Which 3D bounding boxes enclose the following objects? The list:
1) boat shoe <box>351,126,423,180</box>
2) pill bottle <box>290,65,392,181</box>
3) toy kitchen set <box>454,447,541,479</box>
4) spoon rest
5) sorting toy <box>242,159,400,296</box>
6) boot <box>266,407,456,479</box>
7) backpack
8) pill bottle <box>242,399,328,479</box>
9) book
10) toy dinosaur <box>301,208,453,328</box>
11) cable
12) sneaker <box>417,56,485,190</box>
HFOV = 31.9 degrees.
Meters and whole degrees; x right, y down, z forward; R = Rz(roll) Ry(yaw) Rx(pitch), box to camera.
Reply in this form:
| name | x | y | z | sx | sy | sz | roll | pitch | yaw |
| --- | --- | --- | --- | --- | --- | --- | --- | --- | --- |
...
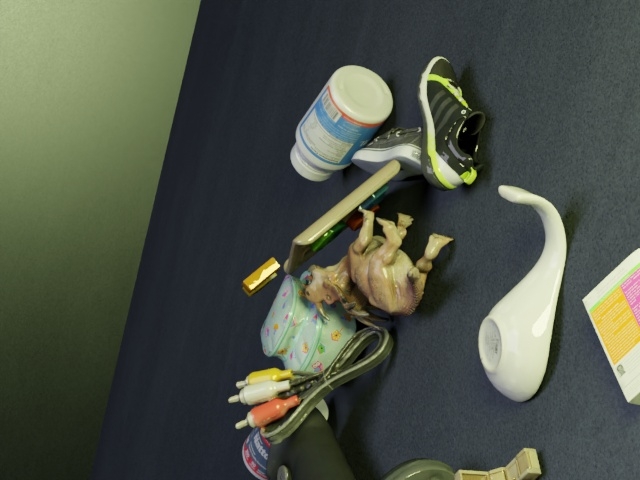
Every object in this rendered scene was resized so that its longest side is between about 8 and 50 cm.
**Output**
| name | x | y | z | sx | sy | sz | roll | pitch | yaw |
| --- | --- | --- | --- | --- | --- | --- | --- | --- | --- |
| boat shoe | 0.125 | -0.151 | 1.839 | 0.076 | 0.080 | 0.228 | -63 | 16 | -10 |
| pill bottle | 0.030 | -0.204 | 2.029 | 0.221 | 0.124 | 0.124 | 130 | 145 | -50 |
| toy kitchen set | 0.219 | 0.300 | 1.361 | 0.083 | 0.075 | 0.068 | 119 | 152 | -46 |
| spoon rest | 0.257 | 0.070 | 1.412 | 0.137 | 0.084 | 0.276 | -137 | 48 | -67 |
| sorting toy | 0.000 | 0.000 | 1.814 | 0.307 | 0.041 | 0.229 | -39 | -5 | -14 |
| boot | 0.045 | 0.382 | 1.689 | 0.445 | 0.146 | 0.367 | -119 | 47 | -65 |
| backpack | -0.017 | 0.157 | 1.935 | 0.165 | 0.144 | 0.188 | -63 | 28 | 22 |
| pill bottle | -0.059 | 0.342 | 1.982 | 0.180 | 0.108 | 0.108 | 122 | 151 | -42 |
| book | 0.347 | 0.092 | 1.217 | 0.096 | 0.035 | 0.144 | -56 | 31 | 37 |
| toy dinosaur | 0.097 | 0.063 | 1.730 | 0.296 | 0.127 | 0.200 | 32 | 108 | 63 |
| cable | -0.017 | 0.227 | 1.791 | 0.287 | 0.072 | 0.139 | -30 | 36 | 18 |
| sneaker | 0.208 | -0.179 | 1.673 | 0.097 | 0.084 | 0.234 | -21 | 57 | 37 |
